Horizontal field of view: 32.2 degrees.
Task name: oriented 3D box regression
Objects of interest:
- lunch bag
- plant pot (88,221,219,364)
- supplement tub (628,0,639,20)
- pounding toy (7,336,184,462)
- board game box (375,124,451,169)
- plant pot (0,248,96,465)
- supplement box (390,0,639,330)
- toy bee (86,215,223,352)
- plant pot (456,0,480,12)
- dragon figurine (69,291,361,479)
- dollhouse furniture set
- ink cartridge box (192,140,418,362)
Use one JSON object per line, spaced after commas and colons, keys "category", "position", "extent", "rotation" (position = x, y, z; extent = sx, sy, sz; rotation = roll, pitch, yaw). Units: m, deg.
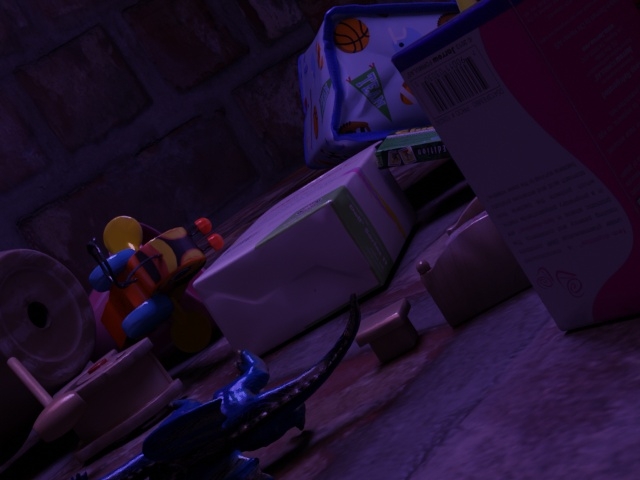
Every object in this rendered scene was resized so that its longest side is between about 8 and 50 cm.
{"category": "lunch bag", "position": [0.175, -0.244, 1.696], "extent": [0.385, 0.239, 0.328], "rotation": [-4, -1, -7]}
{"category": "plant pot", "position": [-0.260, 0.104, 1.634], "extent": [0.180, 0.201, 0.201], "rotation": [-48, 6, 7]}
{"category": "supplement tub", "position": [0.268, -0.196, 0.764], "extent": [0.193, 0.316, 0.193], "rotation": [-32, 7, 5]}
{"category": "pounding toy", "position": [-0.271, 0.162, 1.349], "extent": [0.154, 0.155, 0.269], "rotation": [-36, 6, -6]}
{"category": "board game box", "position": [0.207, -0.137, 1.422], "extent": [0.259, 0.030, 0.136], "rotation": [-8, 16, 15]}
{"category": "plant pot", "position": [-0.469, 0.152, 1.534], "extent": [0.280, 0.323, 0.323], "rotation": [-28, 9, 31]}
{"category": "supplement box", "position": [0.167, -0.066, 0.724], "extent": [0.114, 0.220, 0.111], "rotation": [-37, 9, -36]}
{"category": "toy bee", "position": [-0.194, 0.051, 1.390], "extent": [0.162, 0.195, 0.298], "rotation": [-32, 8, -19]}
{"category": "plant pot", "position": [0.298, -0.270, 1.295], "extent": [0.207, 0.227, 0.228], "rotation": [-25, -7, 39]}
{"category": "dragon figurine", "position": [-0.079, 0.155, 0.850], "extent": [0.289, 0.085, 0.144], "rotation": [-31, 8, 23]}
{"category": "dollhouse furniture set", "position": [0.173, -0.086, 1.020], "extent": [0.355, 0.174, 0.303], "rotation": [-31, 7, 17]}
{"category": "ink cartridge box", "position": [0.000, 0.000, 1.400], "extent": [0.207, 0.119, 0.353], "rotation": [-31, 8, 20]}
